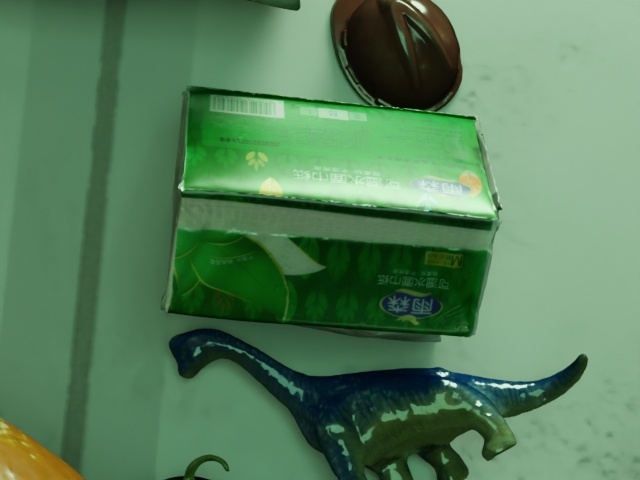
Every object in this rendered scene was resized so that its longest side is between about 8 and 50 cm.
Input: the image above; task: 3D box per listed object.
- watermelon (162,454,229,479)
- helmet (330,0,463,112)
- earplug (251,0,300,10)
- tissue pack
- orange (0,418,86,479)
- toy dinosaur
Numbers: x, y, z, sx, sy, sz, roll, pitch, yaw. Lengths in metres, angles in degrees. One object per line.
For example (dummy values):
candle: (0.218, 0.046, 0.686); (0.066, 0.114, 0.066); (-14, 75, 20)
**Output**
watermelon: (-0.089, 0.200, 1.253); (0.109, 0.109, 0.109); (1, 80, -7)
helmet: (0.057, -0.144, 1.353); (0.089, 0.057, 0.111); (-32, 85, -9)
earplug: (-0.164, -0.245, 1.302); (0.301, 0.172, 0.172); (0, 80, -1)
tissue pack: (0.001, 0.001, 1.285); (0.209, 0.148, 0.156); (6, 120, -7)
orange: (-0.279, 0.293, 1.101); (0.424, 0.326, 0.424); (1, 82, -5)
toy dinosaur: (0.045, 0.091, 1.307); (0.248, 0.075, 0.188); (-30, 81, -4)
